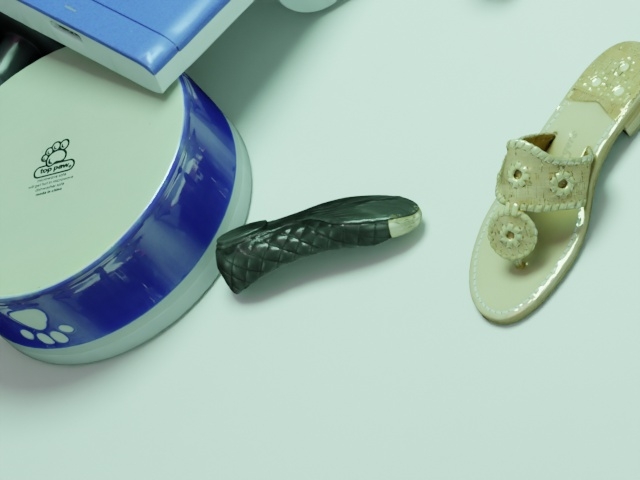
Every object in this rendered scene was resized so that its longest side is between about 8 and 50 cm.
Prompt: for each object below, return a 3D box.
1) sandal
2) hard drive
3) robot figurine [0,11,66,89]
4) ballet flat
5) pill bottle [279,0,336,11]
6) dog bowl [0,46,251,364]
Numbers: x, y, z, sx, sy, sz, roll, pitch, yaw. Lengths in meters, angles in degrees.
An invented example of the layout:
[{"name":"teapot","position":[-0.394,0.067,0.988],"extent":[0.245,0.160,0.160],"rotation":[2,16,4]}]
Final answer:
[{"name":"sandal","position":[0.162,-0.061,1.441],"extent":[0.088,0.079,0.240],"rotation":[20,71,42]},{"name":"hard drive","position":[-0.106,-0.277,1.676],"extent":[0.210,0.040,0.319],"rotation":[29,66,32]},{"name":"robot figurine","position":[-0.250,-0.248,1.796],"extent":[0.173,0.209,0.278],"rotation":[4,60,51]},{"name":"ballet flat","position":[0.000,0.000,1.543],"extent":[0.173,0.049,0.057],"rotation":[-13,19,22]},{"name":"pill bottle","position":[-0.021,-0.265,1.722],"extent":[0.078,0.078,0.137],"rotation":[-29,46,13]},{"name":"dog bowl","position":[-0.194,-0.036,1.649],"extent":[0.265,0.104,0.265],"rotation":[-18,50,22]}]
